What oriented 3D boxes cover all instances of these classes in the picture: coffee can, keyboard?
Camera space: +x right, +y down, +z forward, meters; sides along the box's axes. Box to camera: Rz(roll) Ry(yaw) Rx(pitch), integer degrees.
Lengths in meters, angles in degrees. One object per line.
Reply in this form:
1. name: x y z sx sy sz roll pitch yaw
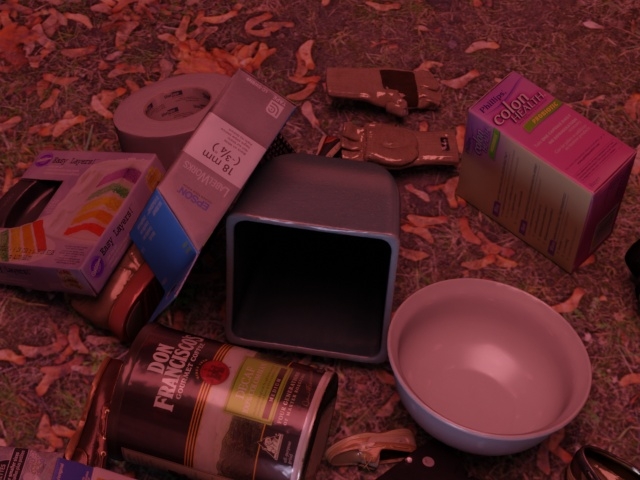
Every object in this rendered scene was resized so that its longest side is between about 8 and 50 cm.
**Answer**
1. coffee can: -0.134 0.245 1.912 0.275 0.202 0.202 14 56 9
2. keyboard: -0.086 -0.174 2.235 0.023 0.180 0.108 -8 50 31

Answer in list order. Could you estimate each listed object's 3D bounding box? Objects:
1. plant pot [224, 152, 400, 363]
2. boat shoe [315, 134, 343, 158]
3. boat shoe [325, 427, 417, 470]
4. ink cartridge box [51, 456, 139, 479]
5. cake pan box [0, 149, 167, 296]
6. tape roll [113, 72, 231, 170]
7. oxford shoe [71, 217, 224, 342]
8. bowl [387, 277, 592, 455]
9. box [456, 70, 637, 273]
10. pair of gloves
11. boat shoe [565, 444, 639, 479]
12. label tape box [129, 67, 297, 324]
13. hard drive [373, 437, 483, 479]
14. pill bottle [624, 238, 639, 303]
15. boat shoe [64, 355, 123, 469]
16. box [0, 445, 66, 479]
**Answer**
1. plant pot: 0.000 0.000 2.075 0.247 0.248 0.252 7 38 4
2. boat shoe: 0.007 -0.120 2.270 0.043 0.049 0.137 15 51 7
3. boat shoe: 0.075 0.304 1.964 0.135 0.050 0.045 -11 50 -9
4. ink cartridge box: -0.228 0.418 1.800 0.311 0.065 0.186 23 52 -18
5. cake pan box: -0.396 -0.034 2.137 0.266 0.070 0.246 5 49 35
6. tape roll: -0.227 -0.196 2.254 0.219 0.072 0.219 -9 32 6
7. oxford shoe: -0.259 -0.006 2.141 0.130 0.123 0.348 22 56 21
8. bowl: 0.229 0.205 1.970 0.297 0.134 0.298 7 43 -6
9. box: 0.351 -0.106 2.161 0.243 0.214 0.117 37 62 23
10. pair of gloves: 0.118 -0.208 2.323 0.204 0.042 0.240 -2 51 -14
11. boat shoe: 0.446 0.364 1.912 0.223 0.073 0.080 32 60 20
12. label tape box: -0.186 -0.057 1.962 0.106 0.240 0.334 34 68 -6
13. hard drive: 0.124 0.427 1.816 0.237 0.064 0.339 39 45 25
14. pill bottle: 0.555 0.093 2.078 0.122 0.123 0.219 -17 56 -13
15. boat shoe: -0.312 0.268 1.976 0.073 0.073 0.207 13 62 6
16. box: -0.422 0.415 1.809 0.142 0.163 0.247 5 54 3
